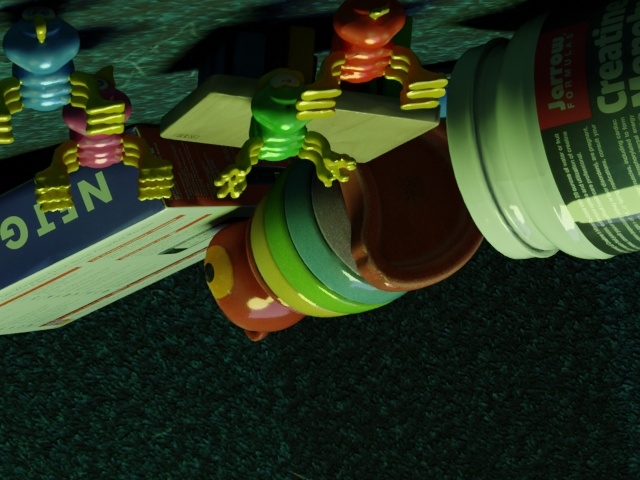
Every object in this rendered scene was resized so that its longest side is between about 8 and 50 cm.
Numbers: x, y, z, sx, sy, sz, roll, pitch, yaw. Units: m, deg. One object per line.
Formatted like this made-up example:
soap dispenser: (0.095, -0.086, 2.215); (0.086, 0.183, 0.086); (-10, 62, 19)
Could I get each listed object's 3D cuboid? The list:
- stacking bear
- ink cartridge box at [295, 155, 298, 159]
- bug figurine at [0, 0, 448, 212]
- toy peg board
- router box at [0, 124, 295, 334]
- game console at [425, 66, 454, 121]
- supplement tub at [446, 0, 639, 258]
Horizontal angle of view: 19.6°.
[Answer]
stacking bear: (0.000, 0.000, 1.662); (0.164, 0.175, 0.289); (-5, 164, -40)
ink cartridge box: (0.044, -0.048, 2.039); (0.271, 0.130, 0.309); (-9, 177, -2)
bug figurine: (-0.074, -0.091, 1.126); (0.279, 0.072, 0.216); (-5, 159, -13)
toy peg board: (-0.016, -0.115, 1.309); (0.160, 0.079, 0.161); (7, 170, -17)
router box: (-0.219, -0.003, 1.786); (0.335, 0.082, 0.301); (-25, 171, 22)
game console: (0.180, -0.077, 1.718); (0.173, 0.250, 0.293); (-37, -179, -8)
supplement tub: (0.249, -0.092, 1.354); (0.272, 0.191, 0.191); (-13, 176, 31)
